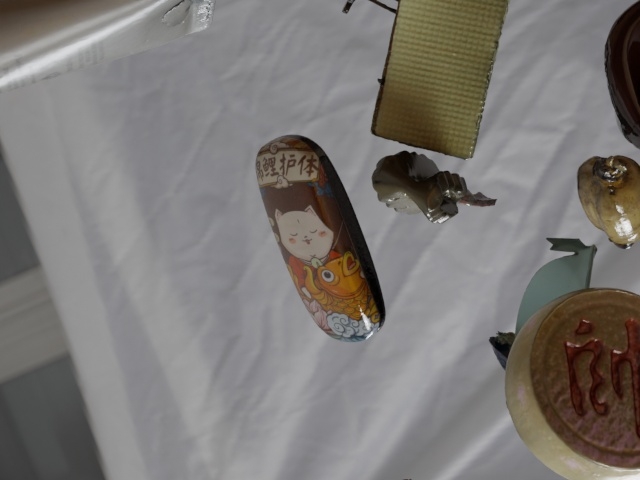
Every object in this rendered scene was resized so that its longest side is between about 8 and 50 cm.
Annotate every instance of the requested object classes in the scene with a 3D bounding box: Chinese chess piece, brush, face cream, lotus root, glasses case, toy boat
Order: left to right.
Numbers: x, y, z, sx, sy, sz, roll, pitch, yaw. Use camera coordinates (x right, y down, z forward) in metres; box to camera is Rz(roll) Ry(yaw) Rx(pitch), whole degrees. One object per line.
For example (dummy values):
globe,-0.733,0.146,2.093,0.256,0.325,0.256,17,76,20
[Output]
face cream,-0.245,-0.187,1.283,0.143,0.314,0.089,116,140,-72
glasses case,0.000,0.000,2.002,0.122,0.082,0.321,-1,116,47
brush,0.144,-0.051,1.611,0.084,0.071,0.301,28,-171,21
toy boat,0.358,0.140,2.005,0.210,0.070,0.292,43,133,20
Chinese chess piece,0.380,0.196,1.878,0.112,0.270,0.270,117,135,-65
lotus root,0.274,-0.042,1.302,0.072,0.063,0.152,58,-179,31

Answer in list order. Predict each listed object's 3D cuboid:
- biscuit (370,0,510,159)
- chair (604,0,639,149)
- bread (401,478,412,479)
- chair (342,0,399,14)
biscuit,0.130,-0.197,1.524,0.040,0.121,0.199,-50,-26,-74
chair,0.440,-0.060,1.520,0.226,0.226,0.401,-105,-4,-55
bread,0.082,0.306,1.597,0.044,0.083,0.111,54,167,12
chair,0.113,-0.353,1.627,0.113,0.229,0.106,25,180,-5
